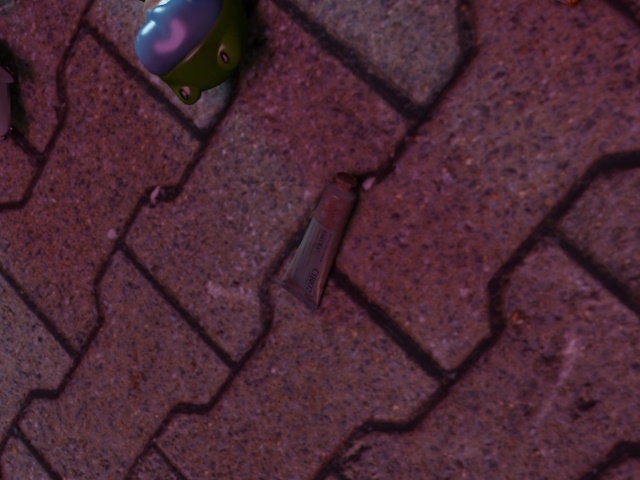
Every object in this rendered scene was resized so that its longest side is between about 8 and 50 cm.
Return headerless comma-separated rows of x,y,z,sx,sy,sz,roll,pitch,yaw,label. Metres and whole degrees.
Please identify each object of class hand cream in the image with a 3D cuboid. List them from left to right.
0.000,0.000,1.178,0.067,0.043,0.210,34,122,20,hand cream

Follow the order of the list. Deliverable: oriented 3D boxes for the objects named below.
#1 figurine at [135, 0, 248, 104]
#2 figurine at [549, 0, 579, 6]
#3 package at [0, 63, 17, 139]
-0.188,-0.318,1.163,0.162,0.143,0.263,-32,67,25,figurine
0.240,-0.290,0.952,0.109,0.064,0.047,13,87,18,figurine
-0.596,-0.286,1.456,0.269,0.071,0.194,37,115,34,package
